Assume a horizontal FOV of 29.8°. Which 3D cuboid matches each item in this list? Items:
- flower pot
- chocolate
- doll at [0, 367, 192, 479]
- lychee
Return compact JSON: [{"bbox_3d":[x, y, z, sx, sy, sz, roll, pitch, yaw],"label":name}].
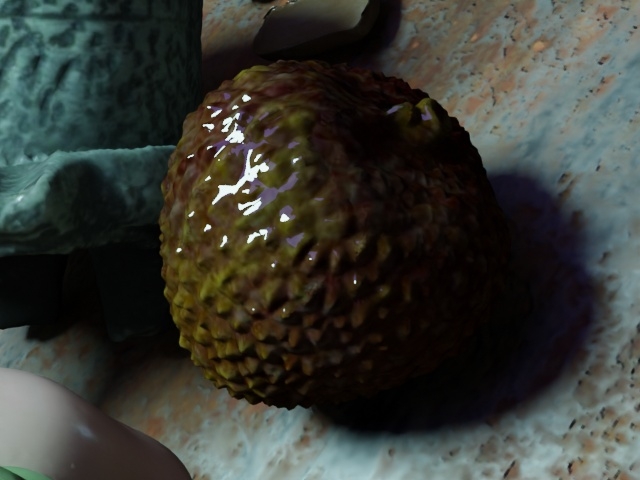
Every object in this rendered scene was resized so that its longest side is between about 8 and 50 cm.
[{"bbox_3d":[-0.193,-0.066,0.730,0.299,0.299,0.283,4,96,40],"label":"flower pot"},{"bbox_3d":[0.000,-0.150,0.854,0.100,0.031,0.064,-15,38,29],"label":"chocolate"},{"bbox_3d":[-0.163,0.166,0.552,0.284,0.268,0.216,-5,53,37],"label":"doll"},{"bbox_3d":[0.006,-0.003,0.628,0.194,0.194,0.194,-21,46,24],"label":"lychee"}]
